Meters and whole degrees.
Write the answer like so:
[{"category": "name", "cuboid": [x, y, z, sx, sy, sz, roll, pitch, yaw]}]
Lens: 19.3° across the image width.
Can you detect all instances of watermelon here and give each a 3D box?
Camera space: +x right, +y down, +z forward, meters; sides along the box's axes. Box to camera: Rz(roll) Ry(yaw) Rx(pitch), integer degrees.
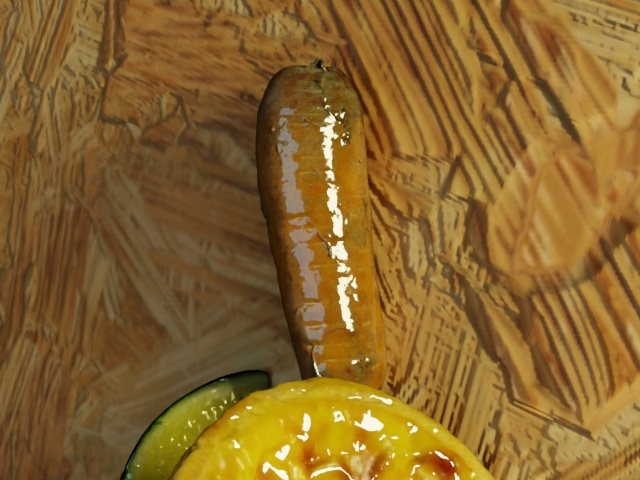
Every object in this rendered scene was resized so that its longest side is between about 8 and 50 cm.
[{"category": "watermelon", "cuboid": [-0.073, 0.164, 1.037, 0.092, 0.075, 0.182, -6, 85, 39]}]

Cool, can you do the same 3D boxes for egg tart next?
[{"category": "egg tart", "cuboid": [-0.010, 0.185, 0.913, 0.147, 0.202, 0.203, -49, 59, 45]}]

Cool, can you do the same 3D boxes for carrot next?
[{"category": "carrot", "cuboid": [0.000, 0.000, 0.978, 0.060, 0.060, 0.186, -7, 87, 42]}]
